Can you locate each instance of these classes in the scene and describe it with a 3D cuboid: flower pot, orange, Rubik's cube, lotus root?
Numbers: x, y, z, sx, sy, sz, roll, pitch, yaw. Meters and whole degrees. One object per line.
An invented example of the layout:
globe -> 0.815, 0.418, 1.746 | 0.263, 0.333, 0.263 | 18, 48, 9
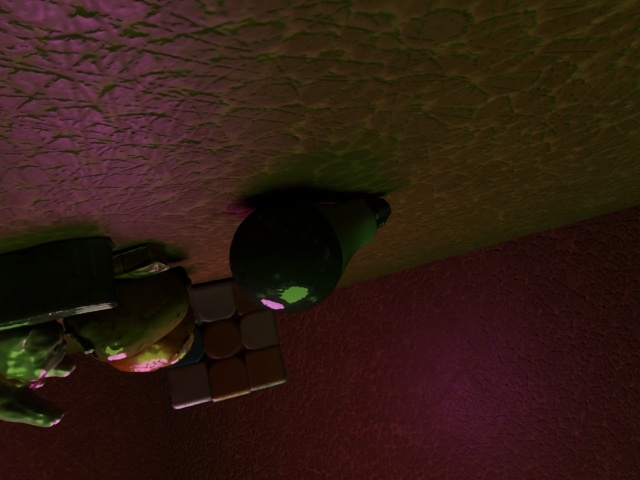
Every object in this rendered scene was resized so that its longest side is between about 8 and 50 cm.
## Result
flower pot -> -0.436, 0.072, 0.765 | 0.229, 0.108, 0.103 | -11, 170, -7
orange -> -0.426, 0.209, 1.189 | 0.240, 0.240, 0.240 | -12, 170, -2
Rubik's cube -> -0.327, 0.324, 1.582 | 0.344, 0.346, 0.346 | -9, 170, -17
lotus root -> -0.366, 0.131, 0.966 | 0.146, 0.160, 0.284 | -29, -174, 38

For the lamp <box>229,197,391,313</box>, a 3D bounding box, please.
lamp -> -0.016, 0.005, 0.829 | 0.182, 0.182, 0.314 | -21, -175, 38

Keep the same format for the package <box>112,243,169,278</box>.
package -> -0.351, 0.046, 0.891 | 0.131, 0.047, 0.071 | -16, 172, 6

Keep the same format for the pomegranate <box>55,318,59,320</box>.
pomegranate -> -0.702, 0.215, 1.117 | 0.205, 0.159, 0.159 | -36, -179, -27

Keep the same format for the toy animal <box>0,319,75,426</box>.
toy animal -> -0.588, 0.163, 0.910 | 0.266, 0.188, 0.308 | 6, -150, -14
